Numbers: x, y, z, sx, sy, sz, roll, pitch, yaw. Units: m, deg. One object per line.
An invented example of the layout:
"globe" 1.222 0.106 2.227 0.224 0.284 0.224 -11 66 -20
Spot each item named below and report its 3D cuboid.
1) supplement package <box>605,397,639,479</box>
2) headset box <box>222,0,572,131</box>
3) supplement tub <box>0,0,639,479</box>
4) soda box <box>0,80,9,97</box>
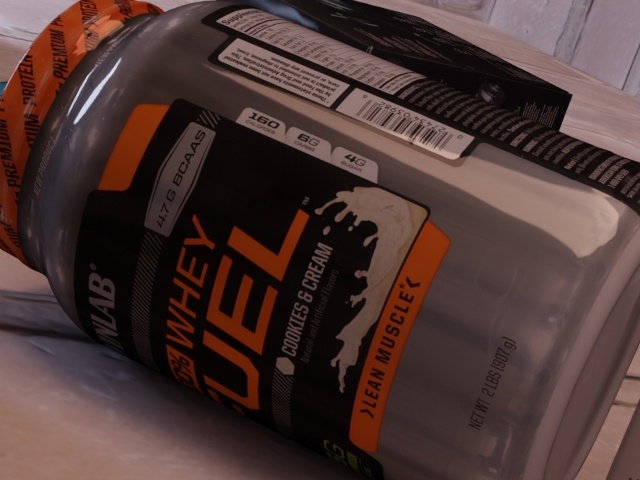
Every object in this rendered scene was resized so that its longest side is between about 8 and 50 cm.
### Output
"supplement package" 0.315 0.089 0.909 0.175 0.177 0.293 27 17 27
"headset box" 0.047 -0.144 1.518 0.283 0.131 0.246 7 19 -41
"supplement tub" 0.000 0.000 0.794 0.316 0.193 0.193 24 15 19
"soda box" -0.124 -0.037 1.025 0.210 0.067 0.071 23 15 10
